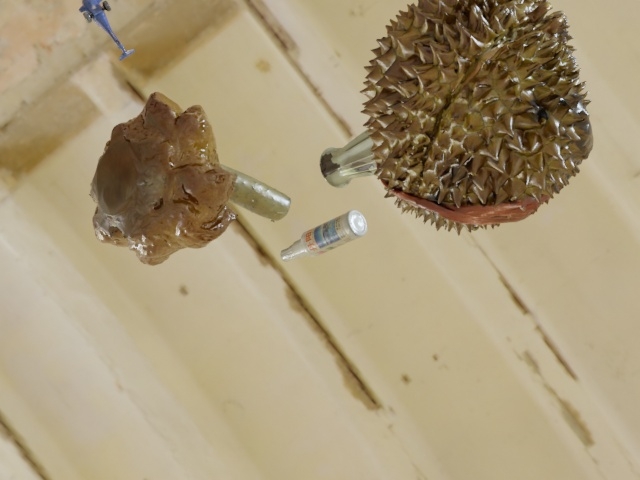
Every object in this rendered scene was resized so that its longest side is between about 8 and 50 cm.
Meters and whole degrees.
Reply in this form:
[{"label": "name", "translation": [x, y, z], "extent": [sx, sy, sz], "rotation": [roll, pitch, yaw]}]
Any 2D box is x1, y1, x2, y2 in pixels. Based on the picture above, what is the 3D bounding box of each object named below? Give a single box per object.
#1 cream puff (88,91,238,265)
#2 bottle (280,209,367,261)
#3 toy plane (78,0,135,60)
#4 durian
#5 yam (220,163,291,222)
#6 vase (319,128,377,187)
[{"label": "cream puff", "translation": [-0.247, -0.082, 1.504], "extent": [0.269, 0.241, 0.155], "rotation": [-40, 160, 26]}, {"label": "bottle", "translation": [0.000, 0.000, 1.986], "extent": [0.217, 0.060, 0.060], "rotation": [-26, -160, 41]}, {"label": "toy plane", "translation": [-0.411, -0.411, 1.868], "extent": [0.054, 0.167, 0.062], "rotation": [-33, 154, -10]}, {"label": "durian", "translation": [0.214, -0.180, 1.351], "extent": [0.347, 0.347, 0.384], "rotation": [-55, 178, -44]}, {"label": "yam", "translation": [-0.239, -0.139, 2.257], "extent": [0.083, 0.371, 0.083], "rotation": [-42, -144, 40]}, {"label": "vase", "translation": [0.152, -0.233, 2.487], "extent": [0.360, 0.165, 0.165], "rotation": [-17, -153, 49]}]
